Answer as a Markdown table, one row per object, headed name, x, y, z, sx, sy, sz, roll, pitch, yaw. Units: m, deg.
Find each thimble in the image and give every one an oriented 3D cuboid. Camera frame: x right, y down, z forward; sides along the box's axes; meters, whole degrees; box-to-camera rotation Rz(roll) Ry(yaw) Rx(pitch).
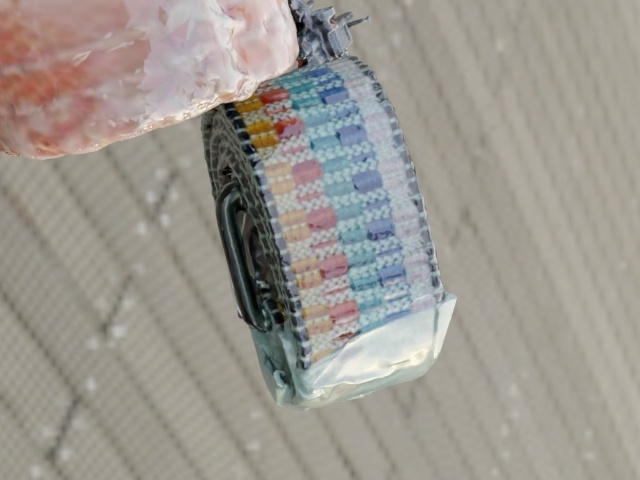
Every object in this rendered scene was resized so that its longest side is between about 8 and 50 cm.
| name | x | y | z | sx | sy | sz | roll | pitch | yaw |
| --- | --- | --- | --- | --- | --- | --- | --- | --- | --- |
| thimble | -0.140 | -0.162 | 1.279 | 0.239 | 0.239 | 0.162 | -44 | 122 | -58 |

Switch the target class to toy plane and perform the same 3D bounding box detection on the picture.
| name | x | y | z | sx | sy | sz | roll | pitch | yaw |
| --- | --- | --- | --- | --- | --- | --- | --- | --- | --- |
| toy plane | 0.007 | -0.179 | 1.699 | 0.189 | 0.061 | 0.130 | -44 | 114 | -56 |

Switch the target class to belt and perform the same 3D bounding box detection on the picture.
| name | x | y | z | sx | sy | sz | roll | pitch | yaw |
| --- | --- | --- | --- | --- | --- | --- | --- | --- | --- |
| belt | 0.000 | 0.000 | 1.423 | 0.207 | 0.150 | 0.258 | -141 | -144 | -70 |

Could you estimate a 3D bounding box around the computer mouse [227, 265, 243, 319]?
| name | x | y | z | sx | sy | sz | roll | pitch | yaw |
| --- | --- | --- | --- | --- | --- | --- | --- | --- | --- |
| computer mouse | -0.056 | -0.027 | 2.098 | 0.126 | 0.056 | 0.245 | -2 | 80 | -31 |
